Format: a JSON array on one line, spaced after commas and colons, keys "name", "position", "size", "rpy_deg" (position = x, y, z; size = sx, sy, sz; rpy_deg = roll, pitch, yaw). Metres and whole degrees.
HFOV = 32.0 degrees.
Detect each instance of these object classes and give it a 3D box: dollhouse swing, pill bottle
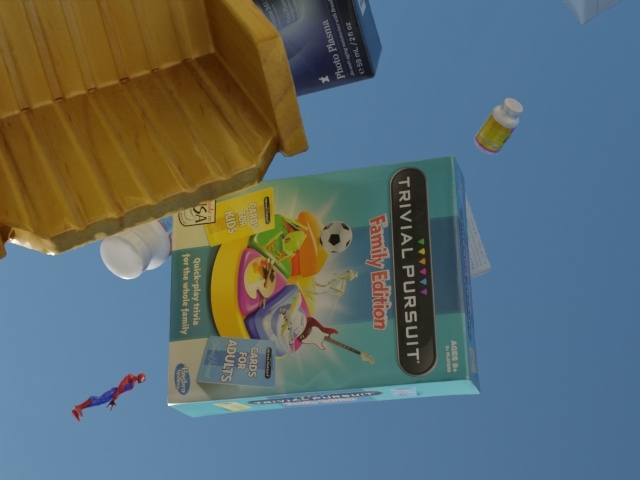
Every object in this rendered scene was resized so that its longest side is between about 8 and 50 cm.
[{"name": "dollhouse swing", "position": [-0.231, -0.223, 1.086], "size": [0.346, 0.305, 0.315], "rpy_deg": [-19, -137, -16]}, {"name": "pill bottle", "position": [-0.229, -0.015, 1.518], "size": [0.087, 0.087, 0.160], "rpy_deg": [-1, -153, 27]}, {"name": "pill bottle", "position": [0.262, -0.168, 1.631], "size": [0.043, 0.043, 0.083], "rpy_deg": [-90, -156, -46]}]

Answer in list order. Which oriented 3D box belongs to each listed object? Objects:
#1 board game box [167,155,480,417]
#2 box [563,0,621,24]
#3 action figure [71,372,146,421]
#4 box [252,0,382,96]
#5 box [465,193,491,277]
[{"name": "board game box", "position": [-0.001, 0.054, 1.252], "size": [0.335, 0.079, 0.254], "rpy_deg": [-7, -111, 15]}, {"name": "box", "position": [0.426, -0.460, 1.377], "size": [0.345, 0.215, 0.168], "rpy_deg": [-31, -108, 4]}, {"name": "action figure", "position": [-0.296, 0.219, 1.580], "size": [0.115, 0.038, 0.030], "rpy_deg": [-32, -103, -32]}, {"name": "box", "position": [-0.070, -0.418, 2.023], "size": [0.293, 0.296, 0.183], "rpy_deg": [-12, -156, 14]}, {"name": "box", "position": [0.134, -0.007, 1.692], "size": [0.181, 0.181, 0.119], "rpy_deg": [-17, -178, 43]}]
